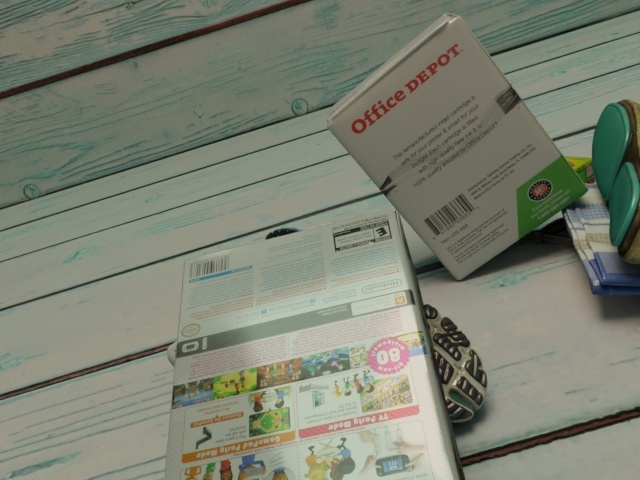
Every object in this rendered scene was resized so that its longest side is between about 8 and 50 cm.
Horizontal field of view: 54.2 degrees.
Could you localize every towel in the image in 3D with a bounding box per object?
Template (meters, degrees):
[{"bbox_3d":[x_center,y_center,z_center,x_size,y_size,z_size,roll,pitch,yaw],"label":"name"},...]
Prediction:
[{"bbox_3d":[0.411,-0.008,0.767,0.209,0.034,0.285,0,26,11],"label":"towel"}]

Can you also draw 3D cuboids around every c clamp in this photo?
[{"bbox_3d":[0.355,-0.005,0.861,0.137,0.022,0.161,-25,21,-36],"label":"c clamp"}]

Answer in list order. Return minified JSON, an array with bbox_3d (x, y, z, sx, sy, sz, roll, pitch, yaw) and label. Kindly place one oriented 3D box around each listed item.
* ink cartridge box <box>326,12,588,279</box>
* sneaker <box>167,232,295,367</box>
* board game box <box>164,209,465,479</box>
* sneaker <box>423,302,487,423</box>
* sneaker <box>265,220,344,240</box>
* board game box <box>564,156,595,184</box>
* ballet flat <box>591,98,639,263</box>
[{"bbox_3d":[0.178,-0.126,0.846,0.211,0.289,0.121,-37,16,17],"label":"ink cartridge box"},{"bbox_3d":[-0.102,0.079,0.877,0.152,0.114,0.305,-6,24,25],"label":"sneaker"},{"bbox_3d":[-0.008,0.130,0.546,0.224,0.097,0.303,-14,45,9],"label":"board game box"},{"bbox_3d":[0.055,0.115,0.680,0.275,0.110,0.107,23,60,35],"label":"sneaker"},{"bbox_3d":[0.000,0.000,1.079,0.191,0.071,0.083,-2,18,16],"label":"sneaker"},{"bbox_3d":[0.354,-0.085,1.025,0.181,0.043,0.092,-29,23,-27],"label":"board game box"},{"bbox_3d":[0.396,-0.071,0.743,0.123,0.123,0.348,-8,25,23],"label":"ballet flat"}]
